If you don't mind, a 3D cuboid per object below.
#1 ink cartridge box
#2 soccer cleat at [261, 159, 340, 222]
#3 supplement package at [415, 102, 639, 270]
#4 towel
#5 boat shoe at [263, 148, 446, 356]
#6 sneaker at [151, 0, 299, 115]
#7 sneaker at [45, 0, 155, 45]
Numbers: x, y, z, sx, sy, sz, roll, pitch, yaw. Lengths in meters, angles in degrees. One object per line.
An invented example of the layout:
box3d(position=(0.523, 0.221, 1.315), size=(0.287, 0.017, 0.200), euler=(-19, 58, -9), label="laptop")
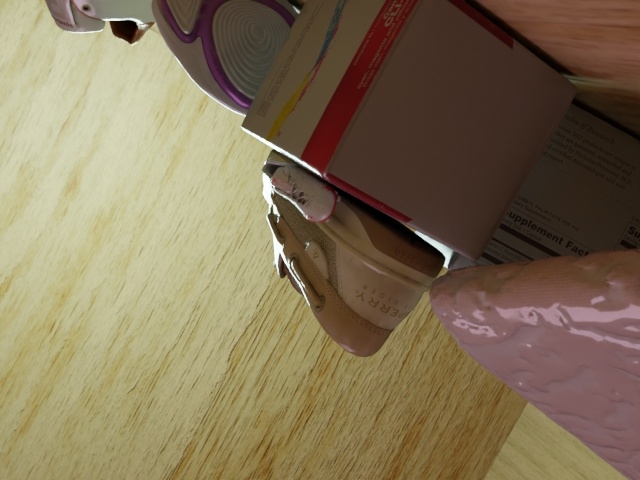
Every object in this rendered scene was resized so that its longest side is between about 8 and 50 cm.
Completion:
box3d(position=(0.048, -0.089, 0.532), size=(0.128, 0.127, 0.176), euler=(26, -175, -28), label="ink cartridge box")
box3d(position=(-0.015, -0.036, 0.544), size=(0.036, 0.029, 0.083), euler=(22, -167, -30), label="soccer cleat")
box3d(position=(0.232, 0.010, 0.640), size=(0.262, 0.145, 0.204), euler=(28, -176, -4), label="supplement package")
box3d(position=(0.275, 0.095, 0.448), size=(0.317, 0.053, 0.332), euler=(38, 152, -26), label="towel")
box3d(position=(0.000, 0.000, 0.651), size=(0.109, 0.098, 0.302), euler=(25, -172, -23), label="boat shoe")
box3d(position=(-0.028, -0.159, 0.777), size=(0.305, 0.114, 0.152), euler=(27, -176, -21), label="sneaker")
box3d(position=(-0.241, -0.269, 0.757), size=(0.106, 0.123, 0.290), euler=(33, -175, 25), label="sneaker")
